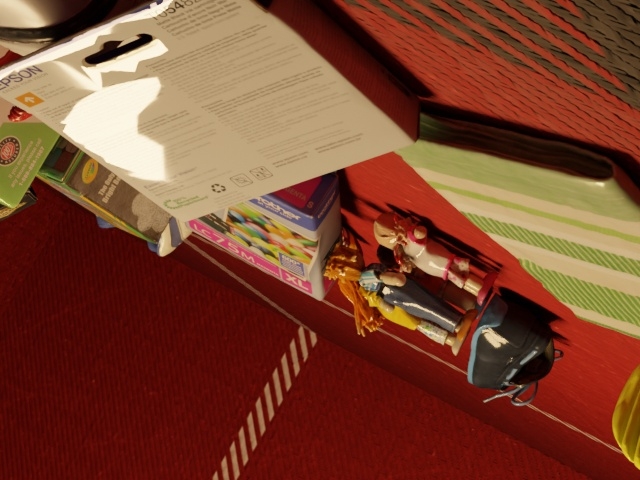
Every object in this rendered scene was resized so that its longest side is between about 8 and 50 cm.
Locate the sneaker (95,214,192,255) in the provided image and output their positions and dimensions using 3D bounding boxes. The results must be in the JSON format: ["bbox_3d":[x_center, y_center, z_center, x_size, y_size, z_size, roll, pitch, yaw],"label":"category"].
[{"bbox_3d":[-0.293,-0.086,2.212,0.296,0.131,0.112,35,174,-25],"label":"sneaker"}]

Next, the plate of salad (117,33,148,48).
[{"bbox_3d":[-0.148,-0.170,1.312,0.200,0.048,0.200,32,178,1],"label":"plate of salad"}]

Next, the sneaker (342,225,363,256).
[{"bbox_3d":[0.000,0.000,1.844,0.185,0.069,0.084,35,177,-41],"label":"sneaker"}]

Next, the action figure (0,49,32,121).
[{"bbox_3d":[-0.270,-0.159,1.371,0.091,0.139,0.280,54,-165,-1],"label":"action figure"}]

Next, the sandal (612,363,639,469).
[{"bbox_3d":[0.392,0.191,1.384,0.138,0.126,0.317,30,176,-36],"label":"sandal"}]

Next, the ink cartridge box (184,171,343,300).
[{"bbox_3d":[-0.069,-0.048,1.623,0.186,0.065,0.311,28,161,12],"label":"ink cartridge box"}]

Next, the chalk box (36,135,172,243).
[{"bbox_3d":[-0.277,-0.111,1.951,0.213,0.132,0.132,37,171,-36],"label":"chalk box"}]

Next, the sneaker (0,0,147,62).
[{"bbox_3d":[-0.306,-0.243,1.130,0.366,0.137,0.210,19,167,35],"label":"sneaker"}]

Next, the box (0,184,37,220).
[{"bbox_3d":[-0.557,-0.114,1.990,0.293,0.296,0.073,62,177,5],"label":"box"}]

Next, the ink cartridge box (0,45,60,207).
[{"bbox_3d":[-0.372,-0.186,1.515,0.273,0.198,0.115,35,172,-36],"label":"ink cartridge box"}]

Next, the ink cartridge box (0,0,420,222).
[{"bbox_3d":[-0.082,-0.105,1.081,0.223,0.045,0.224,-17,145,32],"label":"ink cartridge box"}]

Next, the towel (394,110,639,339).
[{"bbox_3d":[0.208,0.005,1.160,0.325,0.038,0.248,38,168,-39],"label":"towel"}]

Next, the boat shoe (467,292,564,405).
[{"bbox_3d":[0.219,0.137,1.770,0.089,0.109,0.258,25,174,13],"label":"boat shoe"}]

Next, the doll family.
[{"bbox_3d":[0.087,0.054,1.657,0.163,0.118,0.263,30,173,8],"label":"doll family"}]
